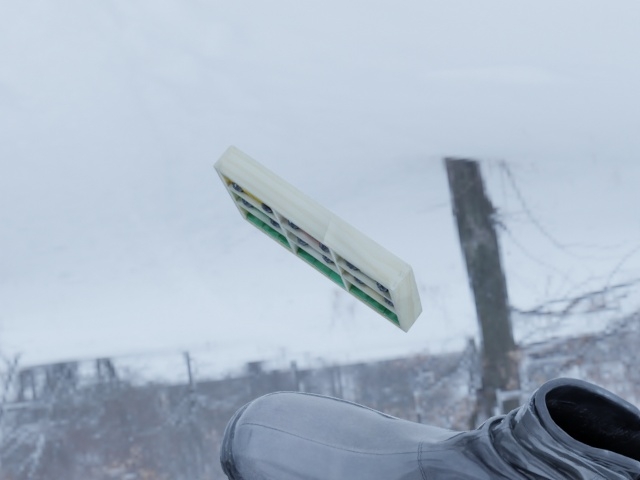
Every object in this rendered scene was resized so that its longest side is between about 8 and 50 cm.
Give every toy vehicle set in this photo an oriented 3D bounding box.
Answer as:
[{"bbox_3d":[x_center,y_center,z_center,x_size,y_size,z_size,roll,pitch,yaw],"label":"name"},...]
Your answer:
[{"bbox_3d":[0.000,0.000,1.349,0.267,0.035,0.166,35,168,21],"label":"toy vehicle set"}]

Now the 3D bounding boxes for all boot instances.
[{"bbox_3d":[0.113,0.156,0.857,0.338,0.118,0.223,17,145,-17],"label":"boot"}]
